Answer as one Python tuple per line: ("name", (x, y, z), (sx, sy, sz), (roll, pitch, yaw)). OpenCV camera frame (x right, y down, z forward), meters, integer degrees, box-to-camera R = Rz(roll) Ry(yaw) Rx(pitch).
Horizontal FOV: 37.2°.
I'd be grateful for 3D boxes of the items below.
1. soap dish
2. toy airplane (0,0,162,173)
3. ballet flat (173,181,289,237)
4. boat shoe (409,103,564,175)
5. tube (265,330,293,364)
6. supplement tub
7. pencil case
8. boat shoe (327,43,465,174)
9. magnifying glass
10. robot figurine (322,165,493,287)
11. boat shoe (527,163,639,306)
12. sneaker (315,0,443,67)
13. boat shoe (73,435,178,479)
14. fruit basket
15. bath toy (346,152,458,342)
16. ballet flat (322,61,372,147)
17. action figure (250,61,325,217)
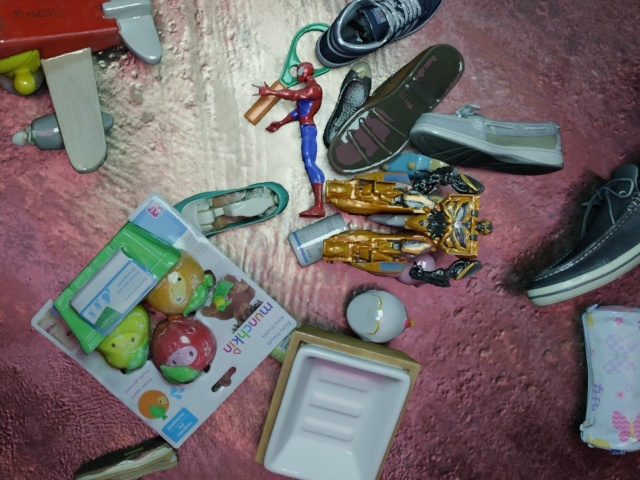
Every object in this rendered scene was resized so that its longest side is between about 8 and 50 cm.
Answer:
("soap dish", (0.026, 0.298, 1.699), (0.228, 0.118, 0.291), (15, 115, -4))
("toy airplane", (-0.470, -0.345, 1.639), (0.384, 0.272, 0.386), (34, 53, -14))
("ballet flat", (-0.177, -0.055, 1.727), (0.247, 0.087, 0.083), (-16, 93, -2))
("boat shoe", (0.303, -0.189, 1.716), (0.320, 0.118, 0.103), (7, 79, -23))
("tube", (0.004, 0.240, 1.769), (0.240, 0.070, 0.062), (31, 51, -7))
("supplement tub", (0.000, 0.000, 1.749), (0.107, 0.071, 0.071), (-23, 93, -3))
("pencil case", (0.549, 0.254, 1.773), (0.124, 0.113, 0.273), (1, 93, 21))
("boat shoe", (0.134, -0.232, 1.735), (0.307, 0.104, 0.111), (-40, 102, -3))
("magnifying glass", (-0.053, -0.306, 1.759), (0.092, 0.026, 0.231), (43, 87, -4))
("robot figurine", (0.150, -0.027, 1.636), (0.291, 0.085, 0.211), (2, 88, 6))
("boat shoe", (0.563, -0.053, 1.732), (0.500, 0.187, 0.156), (-36, 89, -7))
("sneaker", (0.126, -0.406, 1.690), (0.282, 0.153, 0.099), (-34, 94, -9))
("boat shoe", (-0.355, 0.425, 1.749), (0.190, 0.068, 0.072), (-17, 105, -3))
("fruit basket", (-0.276, 0.148, 1.682), (0.353, 0.165, 0.327), (44, 93, -4))
("bath toy", (0.155, 0.022, 1.739), (0.151, 0.129, 0.348), (15, 89, 40))
("ballet flat", (0.054, -0.247, 1.753), (0.057, 0.049, 0.173), (21, 91, -5))
("action figure", (-0.057, -0.184, 1.716), (0.139, 0.091, 0.280), (1, 88, -3))
